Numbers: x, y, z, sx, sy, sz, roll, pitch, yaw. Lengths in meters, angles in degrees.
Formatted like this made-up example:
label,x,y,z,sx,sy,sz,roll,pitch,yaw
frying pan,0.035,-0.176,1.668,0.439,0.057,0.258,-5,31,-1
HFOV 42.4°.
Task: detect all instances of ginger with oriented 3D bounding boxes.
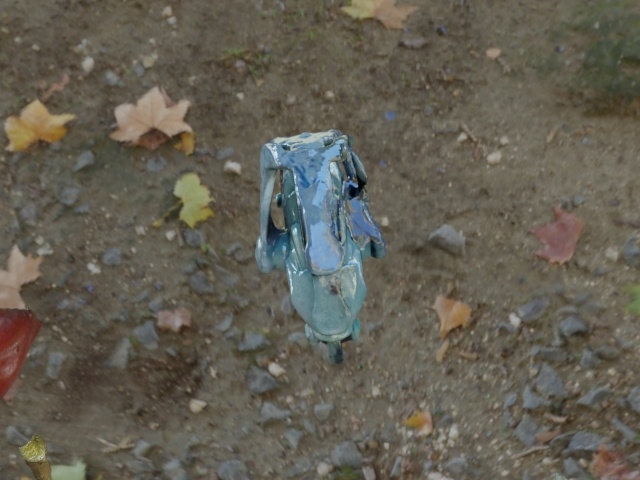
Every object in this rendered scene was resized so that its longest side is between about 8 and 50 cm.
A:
label,x,y,z,sx,sy,sz,roll,pitch,yaw
ginger,-0.545,0.421,1.580,0.057,0.137,0.044,12,45,5

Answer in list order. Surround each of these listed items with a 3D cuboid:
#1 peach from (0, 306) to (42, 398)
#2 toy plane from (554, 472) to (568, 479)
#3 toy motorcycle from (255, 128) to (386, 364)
label,x,y,z,sx,sy,sz,roll,pitch,yaw
peach,-0.639,0.213,1.366,0.361,0.257,0.201,0,77,-37
toy plane,0.178,0.357,0.752,0.108,0.092,0.287,8,90,4
toy motorcycle,0.000,0.000,0.937,0.154,0.206,0.260,-8,69,-2
